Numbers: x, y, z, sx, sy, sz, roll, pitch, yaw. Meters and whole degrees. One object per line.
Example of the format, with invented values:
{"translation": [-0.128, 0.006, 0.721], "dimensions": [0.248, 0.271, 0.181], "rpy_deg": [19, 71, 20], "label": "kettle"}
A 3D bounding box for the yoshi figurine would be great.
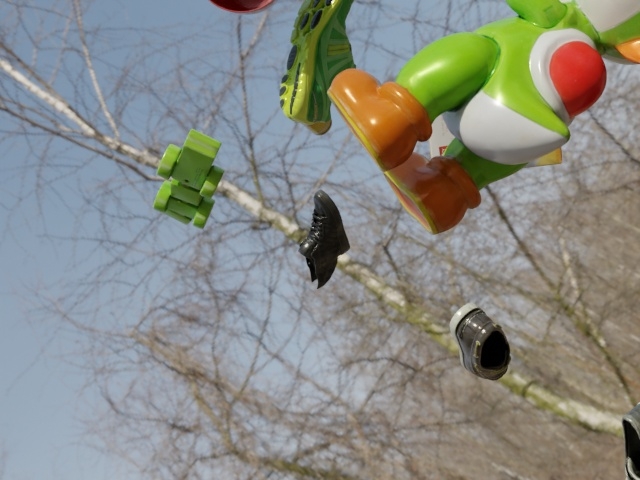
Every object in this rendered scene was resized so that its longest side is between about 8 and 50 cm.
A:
{"translation": [0.186, -0.186, 0.666], "dimensions": [0.362, 0.203, 0.203], "rpy_deg": [-36, -6, 6], "label": "yoshi figurine"}

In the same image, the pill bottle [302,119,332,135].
{"translation": [-0.021, -0.314, 1.898], "dimensions": [0.065, 0.065, 0.116], "rpy_deg": [-58, -28, 2], "label": "pill bottle"}

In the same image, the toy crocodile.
{"translation": [-0.253, -0.118, 1.470], "dimensions": [0.340, 0.115, 0.105], "rpy_deg": [123, 168, -60], "label": "toy crocodile"}

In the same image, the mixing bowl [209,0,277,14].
{"translation": [-0.130, -0.488, 1.379], "dimensions": [0.181, 0.181, 0.098], "rpy_deg": [-58, -10, 1], "label": "mixing bowl"}

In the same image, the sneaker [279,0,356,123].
{"translation": [0.010, -0.367, 1.449], "dimensions": [0.123, 0.109, 0.296], "rpy_deg": [12, -80, -39], "label": "sneaker"}

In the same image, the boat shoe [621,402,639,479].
{"translation": [0.466, 0.325, 1.066], "dimensions": [0.070, 0.078, 0.219], "rpy_deg": [-24, -70, -17], "label": "boat shoe"}

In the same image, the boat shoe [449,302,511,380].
{"translation": [0.280, 0.189, 1.266], "dimensions": [0.081, 0.068, 0.228], "rpy_deg": [-43, -41, -5], "label": "boat shoe"}

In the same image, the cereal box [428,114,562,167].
{"translation": [0.322, -0.215, 1.410], "dimensions": [0.047, 0.240, 0.173], "rpy_deg": [-63, -35, -75], "label": "cereal box"}

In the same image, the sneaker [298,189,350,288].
{"translation": [-0.001, -0.001, 1.307], "dimensions": [0.089, 0.051, 0.170], "rpy_deg": [-34, -48, -14], "label": "sneaker"}
